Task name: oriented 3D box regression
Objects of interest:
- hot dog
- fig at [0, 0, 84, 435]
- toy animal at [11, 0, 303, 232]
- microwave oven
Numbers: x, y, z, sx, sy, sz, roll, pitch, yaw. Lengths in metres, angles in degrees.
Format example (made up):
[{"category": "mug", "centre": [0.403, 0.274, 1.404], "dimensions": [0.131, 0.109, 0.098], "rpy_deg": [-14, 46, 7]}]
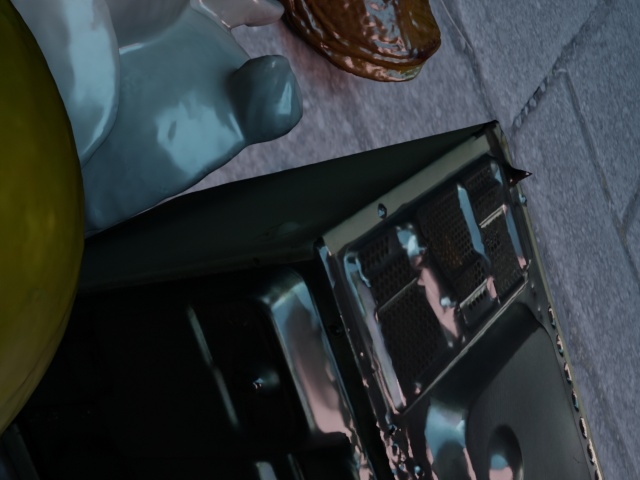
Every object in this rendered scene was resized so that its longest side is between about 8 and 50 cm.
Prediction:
[{"category": "hot dog", "centre": [0.031, -0.291, 0.989], "dimensions": [0.196, 0.122, 0.272], "rpy_deg": [-44, 120, -49]}, {"category": "fig", "centre": [-0.245, -0.036, 0.380], "dimensions": [0.316, 0.316, 0.316], "rpy_deg": [22, 63, -51]}, {"category": "toy animal", "centre": [-0.140, -0.166, 0.629], "dimensions": [0.271, 0.206, 0.264], "rpy_deg": [-46, 122, -48]}, {"category": "microwave oven", "centre": [-0.010, 0.168, 0.612], "dimensions": [0.247, 0.333, 0.394], "rpy_deg": [-33, 108, -49]}]
